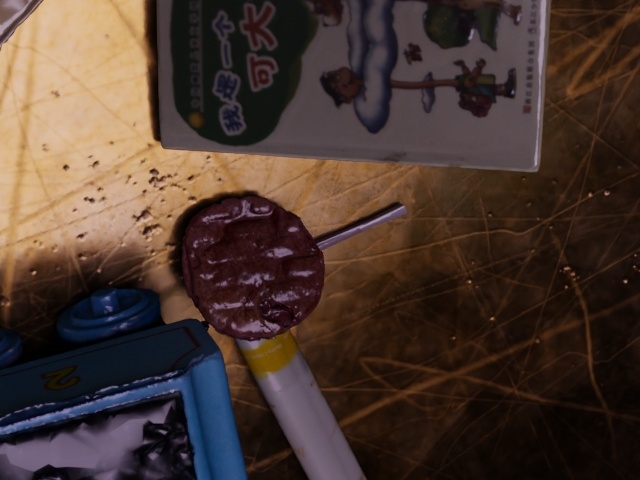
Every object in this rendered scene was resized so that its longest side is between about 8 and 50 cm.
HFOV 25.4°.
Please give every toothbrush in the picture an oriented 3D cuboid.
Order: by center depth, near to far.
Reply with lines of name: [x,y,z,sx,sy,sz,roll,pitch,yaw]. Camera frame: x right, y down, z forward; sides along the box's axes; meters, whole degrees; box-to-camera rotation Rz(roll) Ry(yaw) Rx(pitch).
toothbrush: [0.001,0.002,1.485,0.194,0.014,0.017,-21,109,-12]

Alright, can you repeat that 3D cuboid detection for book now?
book: [0.028,-0.201,1.333,0.371,0.043,0.260,4,107,10]

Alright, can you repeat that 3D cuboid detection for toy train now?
toy train: [-0.227,0.171,1.320,0.300,0.265,0.188,-15,109,-15]

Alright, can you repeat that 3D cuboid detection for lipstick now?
lipstick: [-0.018,0.184,1.504,0.059,0.059,0.264,-30,112,-9]

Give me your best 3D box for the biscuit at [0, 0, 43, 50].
biscuit: [-0.371,-0.350,1.218,0.446,0.104,0.429,33,94,-22]

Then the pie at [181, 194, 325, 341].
pie: [-0.068,0.028,1.427,0.154,0.038,0.153,3,70,-8]
